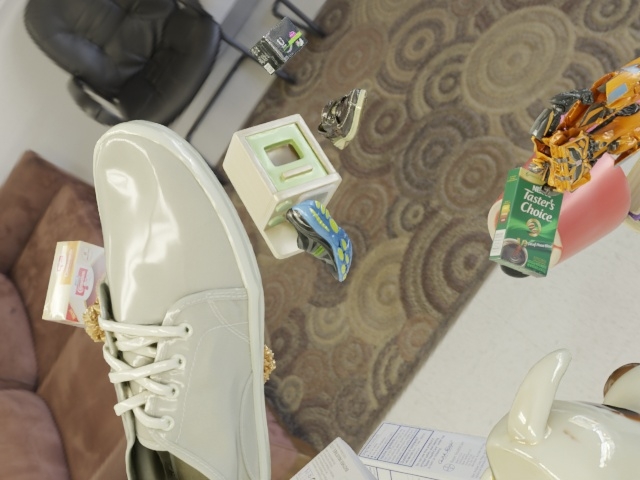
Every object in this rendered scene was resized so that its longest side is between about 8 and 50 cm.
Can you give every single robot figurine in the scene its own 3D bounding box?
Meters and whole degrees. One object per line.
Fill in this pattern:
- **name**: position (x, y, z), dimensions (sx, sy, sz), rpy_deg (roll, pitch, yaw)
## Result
- **robot figurine**: position (0.496, -0.198, 1.337), dimensions (0.291, 0.211, 0.085), rpy_deg (-34, 40, -11)

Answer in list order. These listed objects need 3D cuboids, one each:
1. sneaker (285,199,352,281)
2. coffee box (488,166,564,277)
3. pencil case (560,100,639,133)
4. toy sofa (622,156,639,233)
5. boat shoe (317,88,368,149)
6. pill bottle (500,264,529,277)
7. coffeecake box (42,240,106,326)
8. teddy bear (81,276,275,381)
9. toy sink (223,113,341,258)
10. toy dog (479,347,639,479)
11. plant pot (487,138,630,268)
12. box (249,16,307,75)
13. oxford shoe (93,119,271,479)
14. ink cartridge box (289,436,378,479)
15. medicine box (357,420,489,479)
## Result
- **sneaker**: position (0.000, 0.000, 1.380), dimensions (0.078, 0.188, 0.067), rpy_deg (-8, 42, 34)
- **coffee box**: position (0.389, -0.034, 1.412), dimensions (0.040, 0.113, 0.184), rpy_deg (-14, 57, 67)
- **pencil case**: position (0.693, -0.292, 1.832), dimensions (0.209, 0.098, 0.095), rpy_deg (-16, 66, 12)
- **toy sofa**: position (0.901, -0.183, 1.938), dimensions (0.362, 0.150, 0.177), rpy_deg (-58, 18, 4)
- **boat shoe**: position (0.025, -0.156, 0.965), dimensions (0.152, 0.049, 0.056), rpy_deg (126, 161, -74)
- **pill bottle**: position (0.555, -0.007, 2.071), dimensions (0.123, 0.123, 0.219), rpy_deg (-19, 35, 38)
- **coffeecake box**: position (-0.402, 0.092, 1.384), dimensions (0.068, 0.185, 0.142), rpy_deg (-3, 73, 34)
- **teddy bear**: position (-0.205, 0.169, 1.160), dimensions (0.245, 0.338, 0.113), rpy_deg (-14, 45, 2)
- **toy sink**: position (-0.061, -0.108, 1.463), dimensions (0.234, 0.153, 0.131), rpy_deg (60, 150, 17)
- **toy dog**: position (0.415, 0.310, 1.061), dimensions (0.285, 0.408, 0.395), rpy_deg (-17, 91, 59)
- **plant pot**: position (0.540, -0.071, 1.757), dimensions (0.243, 0.274, 0.275), rpy_deg (-35, 29, -31)
- **box**: position (-0.076, -0.352, 1.360), dimensions (0.052, 0.062, 0.083), rpy_deg (-27, 21, 49)
- **oxford shoe**: position (-0.145, 0.110, 0.732), dimensions (0.169, 0.130, 0.449), rpy_deg (3, 108, 31)
- **ink cartridge box**: position (-0.050, 0.507, 1.113), dimensions (0.395, 0.151, 0.270), rpy_deg (-39, 8, -7)
- **medicine box**: position (0.244, 0.543, 1.566), dimensions (0.289, 0.149, 0.263), rpy_deg (3, 113, 30)
